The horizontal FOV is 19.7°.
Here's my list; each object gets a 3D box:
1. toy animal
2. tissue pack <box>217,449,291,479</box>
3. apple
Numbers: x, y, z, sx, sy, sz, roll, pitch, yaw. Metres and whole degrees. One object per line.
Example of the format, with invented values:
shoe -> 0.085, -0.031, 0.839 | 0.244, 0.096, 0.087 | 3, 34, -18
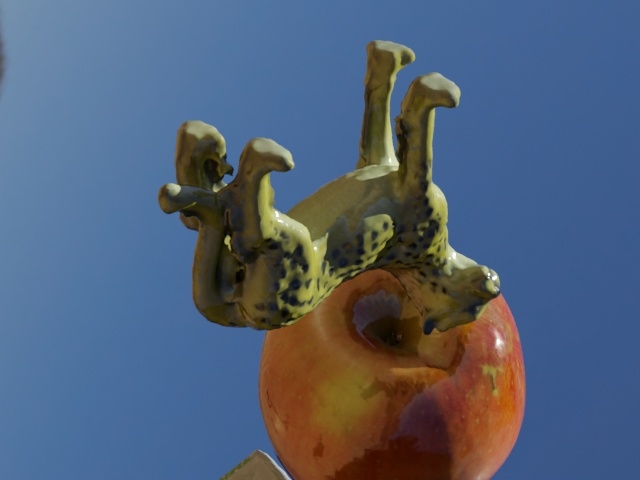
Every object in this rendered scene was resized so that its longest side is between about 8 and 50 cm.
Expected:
toy animal -> 0.000, 0.000, 0.835 | 0.073, 0.181, 0.136 | 25, -51, 42
tissue pack -> -0.056, 0.300, 1.642 | 0.159, 0.229, 0.145 | -38, -138, -4
apple -> 0.041, 0.084, 1.065 | 0.139, 0.163, 0.163 | 90, 9, -54
